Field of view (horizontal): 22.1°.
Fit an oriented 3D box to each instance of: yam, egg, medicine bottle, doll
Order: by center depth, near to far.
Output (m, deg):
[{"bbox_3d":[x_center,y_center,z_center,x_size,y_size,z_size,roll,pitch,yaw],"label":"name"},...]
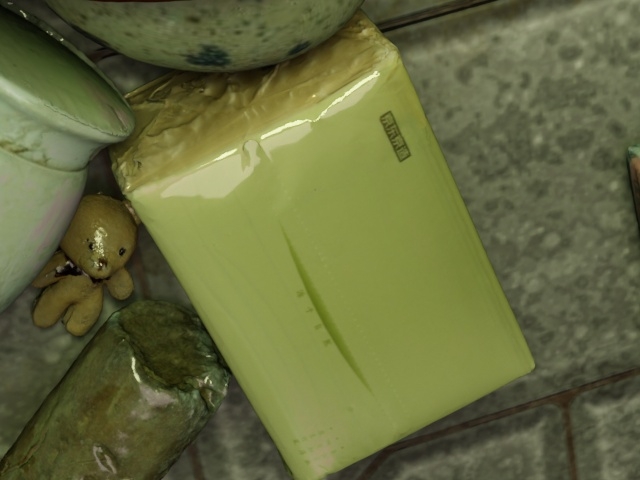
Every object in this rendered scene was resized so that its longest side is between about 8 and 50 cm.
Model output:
[{"bbox_3d":[-0.057,-0.151,0.798,0.181,0.141,0.141,-9,122,-8],"label":"egg"},{"bbox_3d":[-0.184,-0.048,0.818,0.147,0.147,0.143,31,104,-30],"label":"medicine bottle"},{"bbox_3d":[-0.135,0.013,0.943,0.061,0.051,0.093,10,146,-23],"label":"doll"},{"bbox_3d":[-0.154,0.153,0.980,0.093,0.093,0.259,29,108,-29],"label":"yam"}]

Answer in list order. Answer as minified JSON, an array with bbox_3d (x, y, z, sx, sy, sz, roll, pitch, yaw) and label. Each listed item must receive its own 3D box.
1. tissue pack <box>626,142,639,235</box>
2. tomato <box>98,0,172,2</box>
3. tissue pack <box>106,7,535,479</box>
[{"bbox_3d":[0.336,0.047,1.060,0.228,0.103,0.316,-20,123,-3],"label":"tissue pack"},{"bbox_3d":[-0.091,-0.224,0.603,0.338,0.144,0.338,1,121,2],"label":"tomato"},{"bbox_3d":[0.000,0.000,0.915,0.159,0.125,0.234,-27,123,0],"label":"tissue pack"}]
